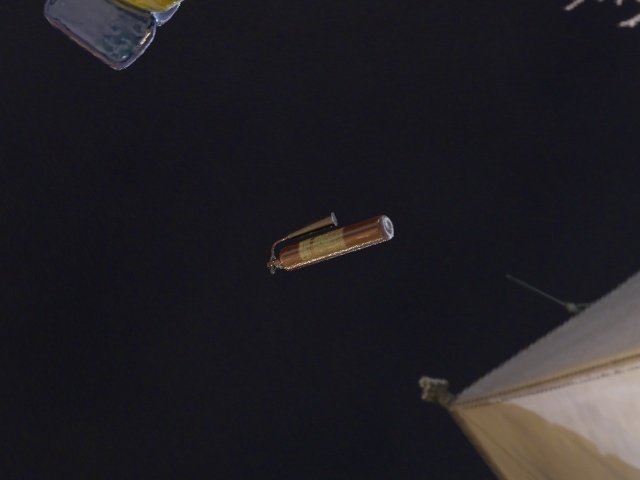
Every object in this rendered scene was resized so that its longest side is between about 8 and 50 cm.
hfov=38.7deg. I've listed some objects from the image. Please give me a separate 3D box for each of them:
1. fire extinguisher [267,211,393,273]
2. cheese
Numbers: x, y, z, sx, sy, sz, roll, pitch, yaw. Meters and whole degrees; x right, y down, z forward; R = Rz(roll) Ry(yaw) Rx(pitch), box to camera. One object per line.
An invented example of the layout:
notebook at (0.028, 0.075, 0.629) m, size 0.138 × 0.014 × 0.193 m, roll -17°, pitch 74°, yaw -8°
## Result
fire extinguisher at (0.000, 0.000, 1.025) m, size 0.049 × 0.173 × 0.035 m, roll 62°, pitch -148°, yaw -15°
cheese at (-0.108, -0.236, 0.685) m, size 0.156 × 0.064 × 0.250 m, roll 37°, pitch -111°, yaw -4°
